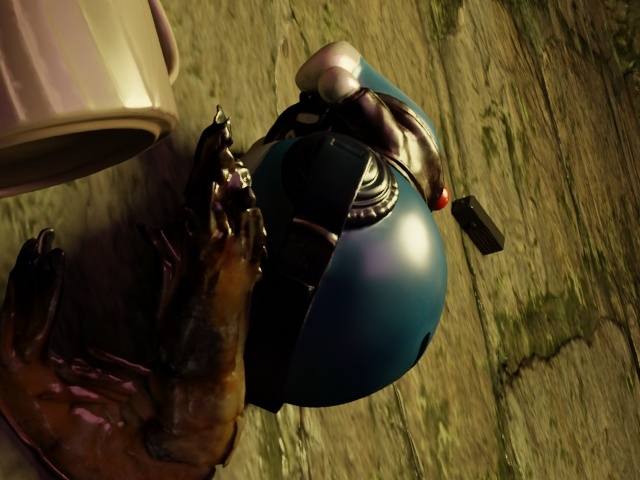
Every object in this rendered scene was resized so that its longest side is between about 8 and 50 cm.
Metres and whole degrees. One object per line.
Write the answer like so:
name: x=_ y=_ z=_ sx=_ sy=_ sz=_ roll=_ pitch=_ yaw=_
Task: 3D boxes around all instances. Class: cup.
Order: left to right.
cup: x=-0.221 y=-0.172 z=0.564 sx=0.288 sy=0.208 sz=0.273 roll=137 pitch=-64 yaw=-86

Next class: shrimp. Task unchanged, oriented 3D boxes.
shrimp: x=-0.132 y=0.050 z=0.591 sx=0.075 sy=0.178 sz=0.289 roll=-122 pitch=-142 yaw=-64

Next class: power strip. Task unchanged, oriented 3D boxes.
power strip: x=0.242 y=-0.022 z=1.316 sx=0.111 sy=0.038 sz=0.029 roll=47 pitch=40 yaw=-32

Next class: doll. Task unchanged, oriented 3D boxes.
doll: x=0.000 y=0.000 z=0.750 sx=0.240 sy=0.284 sz=0.310 roll=24 pitch=45 yaw=5
